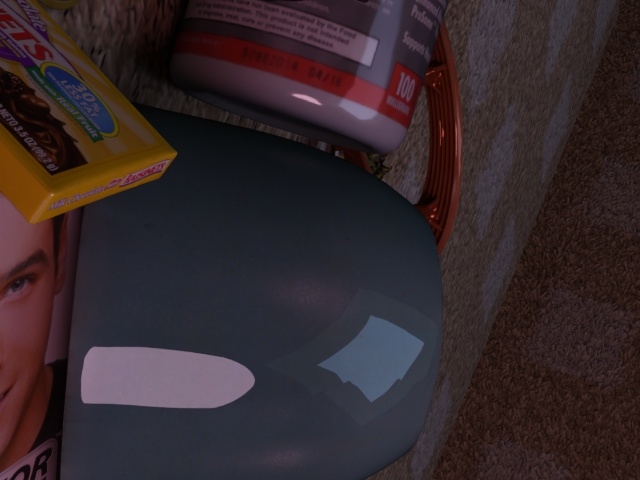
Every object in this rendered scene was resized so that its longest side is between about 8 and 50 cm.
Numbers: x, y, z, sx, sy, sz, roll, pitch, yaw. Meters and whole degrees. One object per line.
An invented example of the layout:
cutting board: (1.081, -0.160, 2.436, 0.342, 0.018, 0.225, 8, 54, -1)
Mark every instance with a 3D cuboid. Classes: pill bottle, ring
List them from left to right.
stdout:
pill bottle: (0.022, -0.272, 0.800, 0.210, 0.210, 0.363, 12, 96, -70)
ring: (0.064, -0.134, 1.003, 0.336, 0.032, 0.336, 172, -90, -74)

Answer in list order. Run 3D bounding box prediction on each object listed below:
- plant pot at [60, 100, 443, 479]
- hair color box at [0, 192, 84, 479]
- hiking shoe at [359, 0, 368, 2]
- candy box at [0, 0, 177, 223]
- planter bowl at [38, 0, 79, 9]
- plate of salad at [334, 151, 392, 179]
plant pot: (-0.050, 0.058, 0.686, 0.293, 0.235, 0.293, -174, -90, -79)
hair color box: (-0.244, 0.086, 0.554, 0.185, 0.114, 0.374, -33, 137, -60)
hiking shoe: (-0.046, -0.235, 0.671, 0.114, 0.227, 0.086, 7, 136, -36)
candy box: (-0.172, -0.100, 0.477, 0.027, 0.206, 0.105, -46, 174, 26)
planter bowl: (-0.112, -0.243, 0.553, 0.217, 0.090, 0.217, 3, 90, -85)
plate of salad: (0.070, -0.142, 1.278, 0.200, 0.048, 0.200, -52, 152, -44)
